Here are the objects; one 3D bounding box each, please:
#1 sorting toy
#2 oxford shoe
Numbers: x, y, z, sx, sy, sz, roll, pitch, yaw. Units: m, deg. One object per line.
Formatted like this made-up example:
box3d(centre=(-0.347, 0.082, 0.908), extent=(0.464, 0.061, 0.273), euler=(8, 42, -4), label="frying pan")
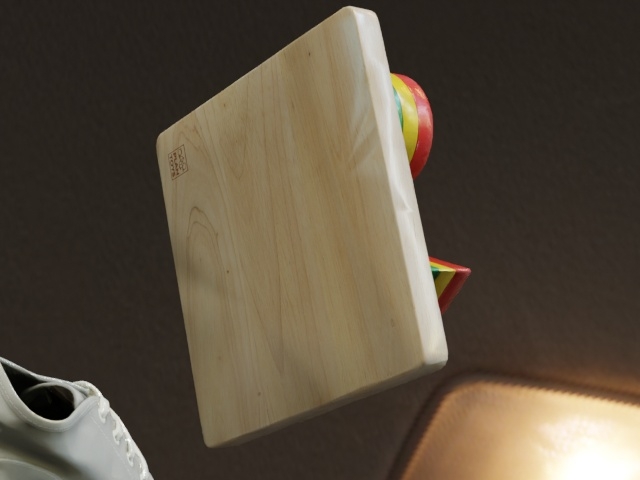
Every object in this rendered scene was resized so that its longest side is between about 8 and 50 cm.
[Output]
box3d(centre=(0.000, 0.000, 1.083), extent=(0.089, 0.257, 0.255), euler=(2, -20, -39), label="sorting toy")
box3d(centre=(-0.223, 0.204, 1.344), extent=(0.130, 0.169, 0.449), euler=(-53, -41, -6), label="oxford shoe")
